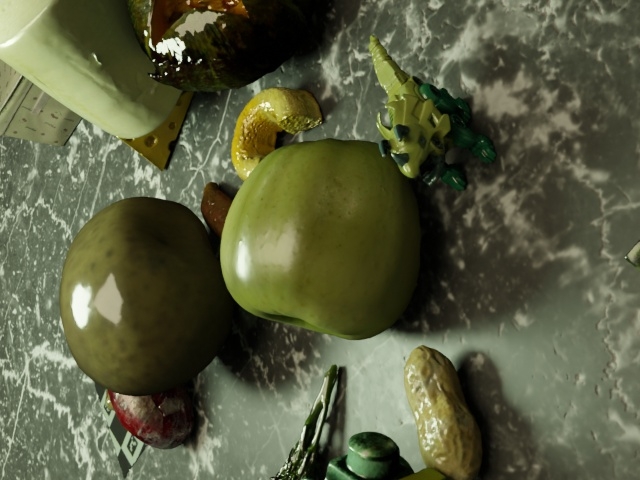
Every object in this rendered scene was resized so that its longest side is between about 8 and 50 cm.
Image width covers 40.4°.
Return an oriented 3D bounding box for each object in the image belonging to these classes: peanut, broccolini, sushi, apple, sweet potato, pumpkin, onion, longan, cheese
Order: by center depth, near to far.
[{"bbox_3d":[0.145,0.207,1.039,0.080,0.080,0.175,-38,57,38],"label":"peanut"},{"bbox_3d":[0.000,0.000,1.139,0.279,0.279,0.279,-12,74,48],"label":"apple"},{"bbox_3d":[-0.004,0.276,1.239,0.074,0.058,0.201,23,85,34],"label":"broccolini"},{"bbox_3d":[-0.157,-0.387,1.375,0.320,0.192,0.321,-6,76,24],"label":"pumpkin"},{"bbox_3d":[-0.280,0.085,1.402,0.288,0.288,0.350,-50,42,31],"label":"longan"},{"bbox_3d":[-0.131,-0.013,1.413,0.314,0.066,0.072,47,137,41],"label":"sweet potato"},{"bbox_3d":[-0.312,0.274,1.497,0.151,0.098,0.206,-47,71,20],"label":"onion"},{"bbox_3d":[-0.384,0.220,1.659,0.320,0.068,0.339,-53,47,28],"label":"sushi"},{"bbox_3d":[-0.306,-0.244,1.659,0.171,0.126,0.093,-50,42,1],"label":"cheese"}]

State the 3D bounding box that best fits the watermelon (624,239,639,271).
[{"bbox_3d":[0.360,0.009,0.849,0.135,0.125,0.094,-58,4,-16],"label":"watermelon"}]

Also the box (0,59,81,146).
[{"bbox_3d":[-0.622,-0.394,1.959,0.297,0.190,0.225,-42,53,35],"label":"box"}]

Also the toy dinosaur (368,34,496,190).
[{"bbox_3d":[0.121,-0.161,1.095,0.094,0.153,0.259,-43,44,33],"label":"toy dinosaur"}]

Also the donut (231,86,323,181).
[{"bbox_3d":[-0.081,-0.162,1.375,0.146,0.078,0.181,38,110,43],"label":"donut"}]

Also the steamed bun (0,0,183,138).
[{"bbox_3d":[-0.407,-0.434,1.559,0.289,0.371,0.456,-10,59,28],"label":"steamed bun"}]

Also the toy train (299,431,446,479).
[{"bbox_3d":[0.074,0.425,0.993,0.253,0.160,0.397,26,115,45],"label":"toy train"}]
